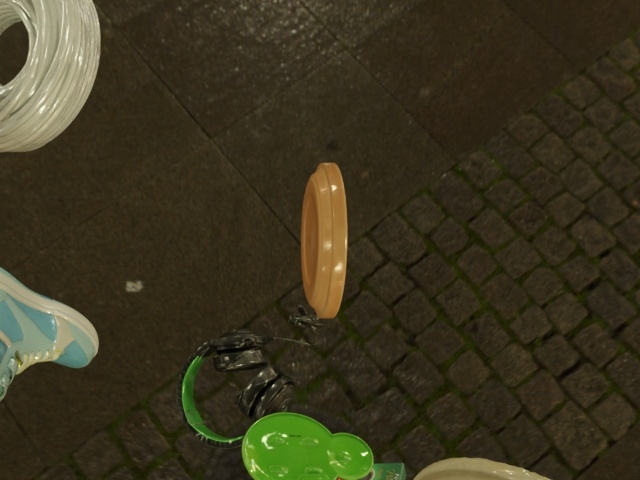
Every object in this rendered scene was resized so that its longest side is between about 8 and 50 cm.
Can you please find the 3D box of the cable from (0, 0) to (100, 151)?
[{"bbox_3d":[-0.395,-0.237,0.903,0.257,0.089,0.256,-8,84,18],"label":"cable"}]

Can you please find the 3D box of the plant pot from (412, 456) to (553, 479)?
[{"bbox_3d":[0.106,0.388,0.510,0.334,0.333,0.305,43,56,14],"label":"plant pot"}]

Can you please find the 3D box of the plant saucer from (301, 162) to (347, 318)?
[{"bbox_3d":[0.000,0.000,0.384,0.013,0.083,0.083,1,69,-9],"label":"plant saucer"}]

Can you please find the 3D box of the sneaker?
[{"bbox_3d":[-0.471,0.182,1.094,0.127,0.319,0.208,-21,53,20],"label":"sneaker"}]

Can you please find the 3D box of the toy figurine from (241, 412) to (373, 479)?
[{"bbox_3d":[-0.031,0.333,0.964,0.173,0.159,0.130,5,36,-13],"label":"toy figurine"}]

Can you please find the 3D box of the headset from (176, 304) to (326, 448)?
[{"bbox_3d":[-0.156,0.289,1.567,0.394,0.185,0.243,-38,70,9],"label":"headset"}]

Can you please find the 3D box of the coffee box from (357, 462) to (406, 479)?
[{"bbox_3d":[0.086,0.528,1.531,0.184,0.113,0.040,-7,112,15],"label":"coffee box"}]
